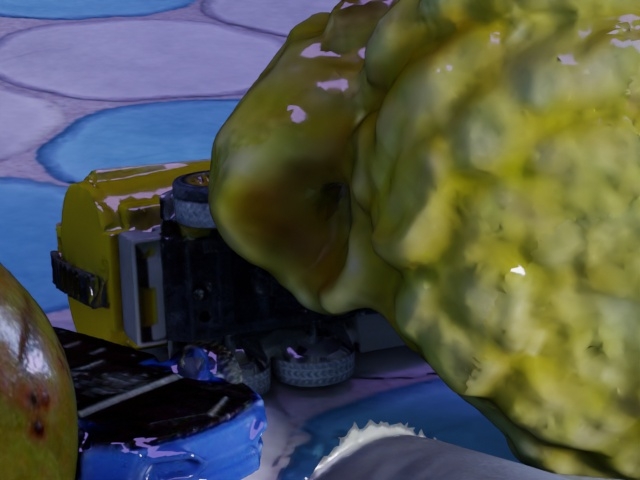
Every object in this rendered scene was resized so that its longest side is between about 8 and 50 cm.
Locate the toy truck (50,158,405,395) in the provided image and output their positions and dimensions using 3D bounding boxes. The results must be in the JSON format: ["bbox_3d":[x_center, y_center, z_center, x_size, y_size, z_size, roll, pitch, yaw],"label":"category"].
[{"bbox_3d":[0.000,0.000,0.879,0.227,0.098,0.114,-9,16,-23],"label":"toy truck"}]

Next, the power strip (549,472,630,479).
[{"bbox_3d":[0.066,0.110,0.658,0.175,0.042,0.075,4,21,7],"label":"power strip"}]

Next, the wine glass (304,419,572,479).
[{"bbox_3d":[0.079,0.127,0.510,0.111,0.111,0.204,-16,27,-40],"label":"wine glass"}]

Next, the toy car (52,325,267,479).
[{"bbox_3d":[-0.114,0.066,0.729,0.216,0.063,0.103,14,20,34],"label":"toy car"}]

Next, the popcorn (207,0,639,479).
[{"bbox_3d":[0.115,-0.027,0.710,0.286,0.225,0.174,31,39,4],"label":"popcorn"}]

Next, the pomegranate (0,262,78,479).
[{"bbox_3d":[-0.137,0.079,0.583,0.209,0.180,0.180,33,5,-27],"label":"pomegranate"}]
